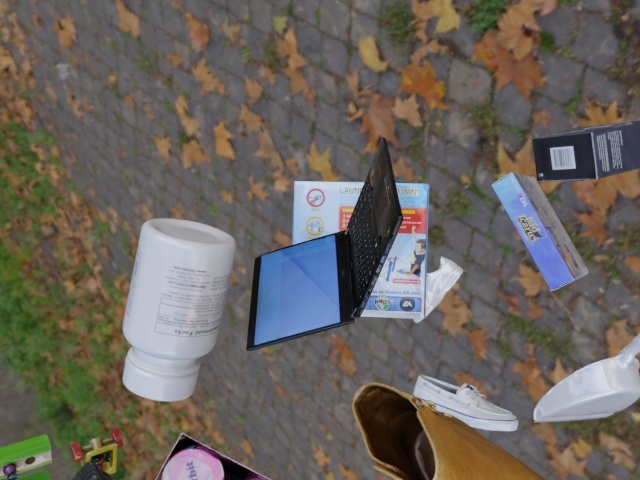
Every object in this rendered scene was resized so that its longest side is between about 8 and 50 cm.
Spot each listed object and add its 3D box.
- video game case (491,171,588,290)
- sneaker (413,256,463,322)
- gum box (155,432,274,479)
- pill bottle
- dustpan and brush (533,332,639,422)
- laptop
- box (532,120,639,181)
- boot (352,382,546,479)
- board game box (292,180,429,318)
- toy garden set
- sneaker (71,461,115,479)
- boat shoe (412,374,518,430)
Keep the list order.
[{"bbox_3d":[0.509,-0.023,1.789,0.061,0.244,0.270,-32,78,23],"label":"video game case"},{"bbox_3d":[0.328,0.145,2.320,0.094,0.212,0.080,38,-179,9],"label":"sneaker"},{"bbox_3d":[-0.068,0.258,0.750,0.188,0.062,0.107,28,159,-2],"label":"gum box"},{"bbox_3d":[-0.200,0.095,1.069,0.131,0.131,0.229,26,107,44],"label":"pill bottle"},{"bbox_3d":[0.388,0.176,1.030,0.211,0.147,0.060,127,139,-52],"label":"dustpan and brush"},{"bbox_3d":[0.000,0.000,1.102,0.234,0.136,0.264,-93,20,-57],"label":"laptop"},{"bbox_3d":[0.530,-0.174,1.526,0.156,0.158,0.093,5,106,60],"label":"box"},{"bbox_3d":[0.152,0.234,0.637,0.211,0.104,0.295,37,178,-38],"label":"boot"},{"bbox_3d":[0.090,0.019,1.772,0.086,0.308,0.302,-4,-84,-83],"label":"board game box"},{"bbox_3d":[-0.371,0.372,1.070,0.049,0.203,0.244,43,135,44],"label":"toy garden set"},{"bbox_3d":[-0.104,0.247,0.502,0.130,0.109,0.286,33,-177,-26],"label":"sneaker"},{"bbox_3d":[0.296,0.332,1.603,0.226,0.083,0.076,10,94,21],"label":"boat shoe"}]
